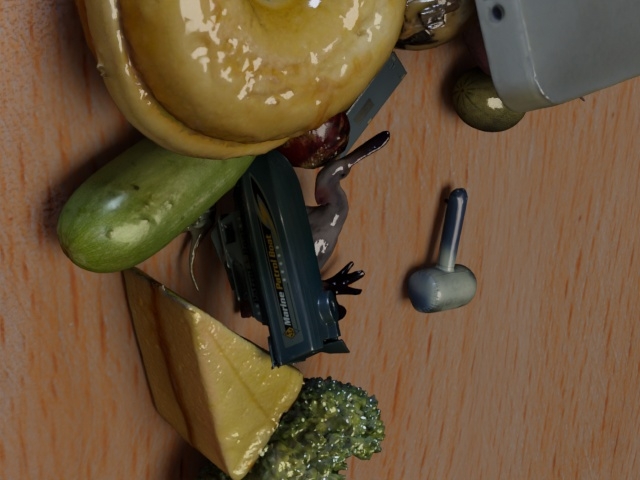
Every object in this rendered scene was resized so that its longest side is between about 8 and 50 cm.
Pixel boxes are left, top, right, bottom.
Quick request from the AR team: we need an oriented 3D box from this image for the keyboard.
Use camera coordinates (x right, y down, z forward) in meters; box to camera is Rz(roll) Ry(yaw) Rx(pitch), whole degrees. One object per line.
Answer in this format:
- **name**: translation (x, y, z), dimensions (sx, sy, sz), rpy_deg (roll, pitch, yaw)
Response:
- **keyboard**: translation (0.055, -0.175, 1.956), dimensions (0.176, 0.014, 0.055), rpy_deg (-53, 141, -9)

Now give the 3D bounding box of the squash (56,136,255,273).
- **squash**: translation (-0.156, -0.087, 1.706), dimensions (0.370, 0.118, 0.118), rpy_deg (-40, 136, -29)

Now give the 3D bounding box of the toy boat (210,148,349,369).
- **toy boat**: translation (-0.063, 0.013, 1.798), dimensions (0.114, 0.122, 0.296), rpy_deg (7, 67, -76)

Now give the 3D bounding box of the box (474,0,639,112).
- **box**: translation (0.316, -0.370, 1.815), dimensions (0.373, 0.090, 0.367), rpy_deg (-20, 100, -41)

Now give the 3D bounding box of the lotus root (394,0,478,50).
- **lotus root**: translation (0.155, -0.362, 1.837), dimensions (0.310, 0.183, 0.182), rpy_deg (-46, 140, -36)

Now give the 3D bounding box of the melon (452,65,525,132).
- **melon**: translation (0.244, -0.204, 2.076), dimensions (0.131, 0.098, 0.098), rpy_deg (2, 110, -52)

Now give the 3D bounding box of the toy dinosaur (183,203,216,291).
- **toy dinosaur**: translation (-0.152, -0.028, 1.805), dimensions (0.058, 0.037, 0.180), rpy_deg (10, 104, -45)

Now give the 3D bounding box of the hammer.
- **hammer**: translation (0.194, 0.013, 2.181), dimensions (0.116, 0.069, 0.193), rpy_deg (-7, 112, -43)

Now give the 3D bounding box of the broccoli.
- **broccoli**: translation (-0.047, 0.321, 1.957), dimensions (0.235, 0.259, 0.288), rpy_deg (21, 127, -41)

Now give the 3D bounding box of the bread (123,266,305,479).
- **bread**: translation (-0.172, 0.163, 1.804), dimensions (0.163, 0.168, 0.264), rpy_deg (-57, 137, -5)

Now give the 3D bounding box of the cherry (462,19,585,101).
- **cherry**: translation (0.289, -0.302, 1.978), dimensions (0.184, 0.266, 0.213), rpy_deg (-27, 118, 20)

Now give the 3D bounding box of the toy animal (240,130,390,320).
- **toy animal**: translation (-0.017, -0.002, 1.910), dimensions (0.195, 0.090, 0.324), rpy_deg (-23, 142, -27)

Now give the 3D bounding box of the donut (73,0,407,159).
- **donut**: translation (-0.083, -0.305, 1.573), dimensions (0.449, 0.198, 0.448), rpy_deg (-17, 117, -36)

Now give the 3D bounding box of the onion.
- **onion**: translation (-0.013, -0.139, 1.850), dimensions (0.107, 0.097, 0.107), rpy_deg (-20, 152, -11)
